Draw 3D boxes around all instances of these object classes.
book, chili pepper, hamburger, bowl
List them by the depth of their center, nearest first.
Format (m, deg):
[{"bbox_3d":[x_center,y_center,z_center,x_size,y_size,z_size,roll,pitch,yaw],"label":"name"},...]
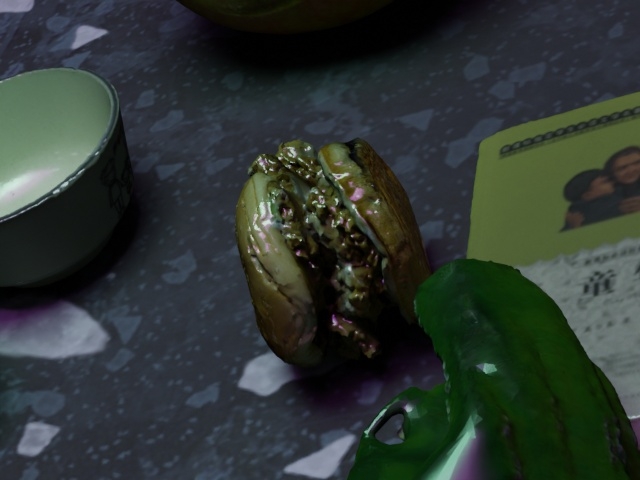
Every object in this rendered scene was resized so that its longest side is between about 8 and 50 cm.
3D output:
[{"bbox_3d":[0.086,0.169,1.134,0.213,0.167,0.385,-20,39,10],"label":"chili pepper"},{"bbox_3d":[0.210,0.013,1.382,0.239,0.035,0.352,-14,38,20],"label":"book"},{"bbox_3d":[0.000,0.000,1.417,0.131,0.159,0.185,-22,55,8],"label":"hamburger"},{"bbox_3d":[-0.241,-0.038,1.639,0.211,0.112,0.211,-17,37,13],"label":"bowl"}]

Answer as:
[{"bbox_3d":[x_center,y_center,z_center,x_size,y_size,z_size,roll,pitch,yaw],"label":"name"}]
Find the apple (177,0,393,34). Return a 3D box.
[{"bbox_3d":[-0.025,-0.351,1.724,0.339,0.340,0.340,-16,37,12],"label":"apple"}]
